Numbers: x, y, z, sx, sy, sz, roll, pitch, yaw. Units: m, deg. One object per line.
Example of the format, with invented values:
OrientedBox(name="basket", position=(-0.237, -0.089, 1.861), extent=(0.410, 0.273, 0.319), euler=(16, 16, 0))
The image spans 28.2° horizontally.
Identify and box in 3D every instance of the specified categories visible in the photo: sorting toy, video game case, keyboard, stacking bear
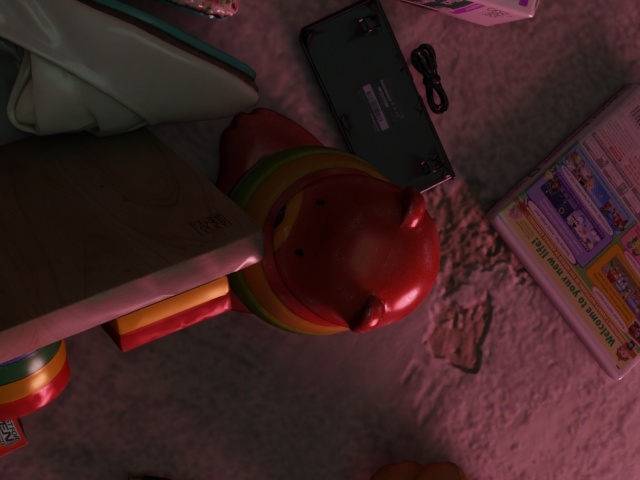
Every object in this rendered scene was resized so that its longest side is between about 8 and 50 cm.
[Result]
OrientedBox(name="sorting toy", position=(-0.207, 0.020, 0.943), extent=(0.255, 0.257, 0.089), euler=(-22, 125, -23))
OrientedBox(name="video game case", position=(0.288, -0.008, 1.210), extent=(0.193, 0.023, 0.212), euler=(-42, 106, -9))
OrientedBox(name="keyboard", position=(0.062, -0.126, 1.134), extent=(0.108, 0.023, 0.180), euler=(-26, 103, -6))
OrientedBox(name="stacking bear", position=(0.000, 0.000, 0.986), extent=(0.164, 0.289, 0.175), euler=(30, 86, -17))

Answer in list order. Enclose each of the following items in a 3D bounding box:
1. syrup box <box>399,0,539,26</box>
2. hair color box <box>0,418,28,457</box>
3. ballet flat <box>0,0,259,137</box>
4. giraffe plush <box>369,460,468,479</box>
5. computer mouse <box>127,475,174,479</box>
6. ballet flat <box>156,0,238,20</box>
OrientedBox(name="syrup box", position=(0.071, -0.259, 1.085), extent=(0.237, 0.093, 0.096), euler=(14, 91, -17))
OrientedBox(name="hair color box", position=(-0.311, 0.170, 1.024), extent=(0.141, 0.072, 0.043), euler=(-25, 102, -14))
OrientedBox(name="ballet flat", position=(-0.247, -0.156, 0.981), extent=(0.400, 0.139, 0.139), euler=(26, 88, -11))
OrientedBox(name="giraffe plush", position=(0.145, 0.284, 1.136), extent=(0.170, 0.181, 0.210), euler=(-13, 88, -36))
OrientedBox(name="computer mouse", position=(-0.145, 0.301, 1.100), extent=(0.106, 0.042, 0.193), euler=(13, 91, -18))
OrientedBox(name="ballet flat", position=(-0.169, -0.246, 1.014), extent=(0.241, 0.091, 0.077), euler=(16, 118, -18))
